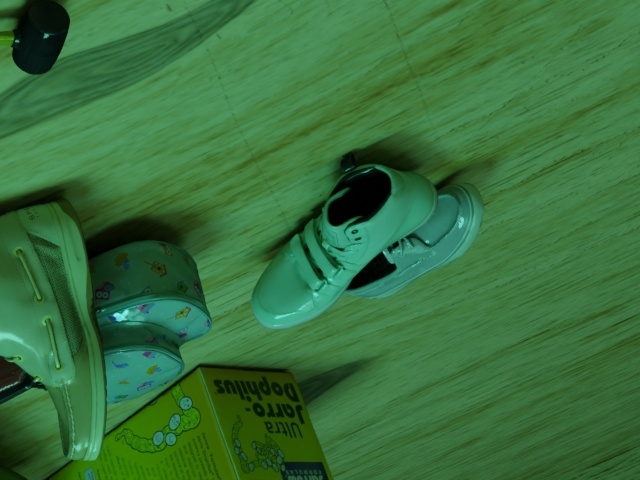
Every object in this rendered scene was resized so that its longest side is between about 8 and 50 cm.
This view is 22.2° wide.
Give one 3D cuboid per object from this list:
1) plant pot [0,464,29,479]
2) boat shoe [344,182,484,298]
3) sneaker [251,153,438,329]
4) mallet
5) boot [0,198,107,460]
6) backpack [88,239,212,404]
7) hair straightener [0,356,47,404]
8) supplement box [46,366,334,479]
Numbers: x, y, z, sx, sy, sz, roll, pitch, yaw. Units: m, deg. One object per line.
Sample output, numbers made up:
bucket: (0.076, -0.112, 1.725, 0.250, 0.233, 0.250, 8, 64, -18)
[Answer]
plant pot: (-0.456, 0.386, 2.067, 0.275, 0.274, 0.293, -28, 171, 13)
boat shoe: (0.100, 0.007, 1.935, 0.081, 0.079, 0.227, -5, 154, -44)
sneaker: (0.000, -0.001, 1.811, 0.256, 0.094, 0.151, -39, 158, 13)
mallet: (-0.289, -0.166, 1.294, 0.190, 0.039, 0.062, 1, 149, -35)
boot: (-0.319, 0.103, 1.589, 0.203, 0.262, 0.095, -11, -171, -22)
backpack: (-0.213, 0.085, 1.752, 0.188, 0.144, 0.166, -30, 151, 12)
hair straightener: (-0.323, 0.144, 1.911, 0.230, 0.047, 0.089, -30, 156, 6)
supplement box: (-0.187, 0.343, 2.248, 0.356, 0.195, 0.194, -37, 153, 30)
